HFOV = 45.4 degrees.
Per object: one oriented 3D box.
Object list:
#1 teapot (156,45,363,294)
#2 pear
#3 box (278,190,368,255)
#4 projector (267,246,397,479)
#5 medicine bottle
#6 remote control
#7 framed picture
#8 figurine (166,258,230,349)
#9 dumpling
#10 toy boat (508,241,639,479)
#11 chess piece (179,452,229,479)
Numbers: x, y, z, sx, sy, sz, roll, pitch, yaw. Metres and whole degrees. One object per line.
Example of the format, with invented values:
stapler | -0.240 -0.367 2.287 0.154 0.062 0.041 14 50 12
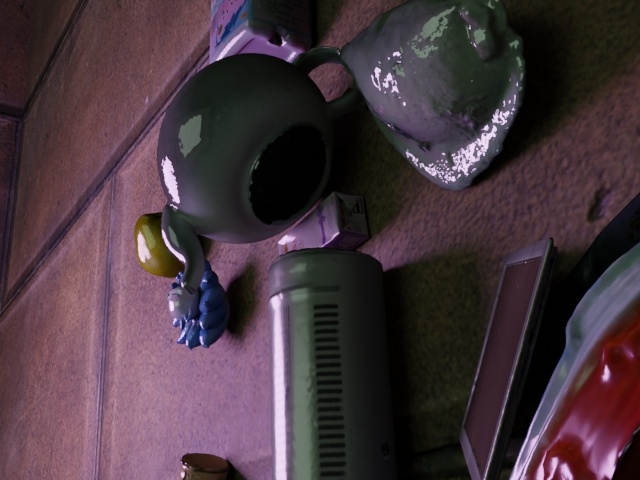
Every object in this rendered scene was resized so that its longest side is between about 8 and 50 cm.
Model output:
teapot | -0.065 -0.086 0.765 0.129 0.193 0.294 33 75 36
pear | -0.216 0.003 1.070 0.092 0.097 0.092 -28 33 20
box | 0.000 0.000 0.771 0.117 0.036 0.051 -41 46 45
projector | 0.011 0.178 0.629 0.108 0.108 0.338 -31 55 51
medicine bottle | -0.074 -0.297 0.929 0.119 0.094 0.188 -30 56 53
remote control | 0.189 0.019 0.453 0.222 0.042 0.072 -57 34 31
framed picture | 0.114 0.072 0.478 0.183 0.011 0.142 31 -106 -82
figurine | -0.151 0.088 0.945 0.114 0.079 0.114 -26 55 45
dumpling | 0.080 -0.124 0.616 0.216 0.104 0.149 16 94 58
toy boat | 0.160 0.128 0.386 0.133 0.145 0.332 -100 28 -73
chess piece | -0.149 0.337 0.886 0.060 0.060 0.172 17 96 59
